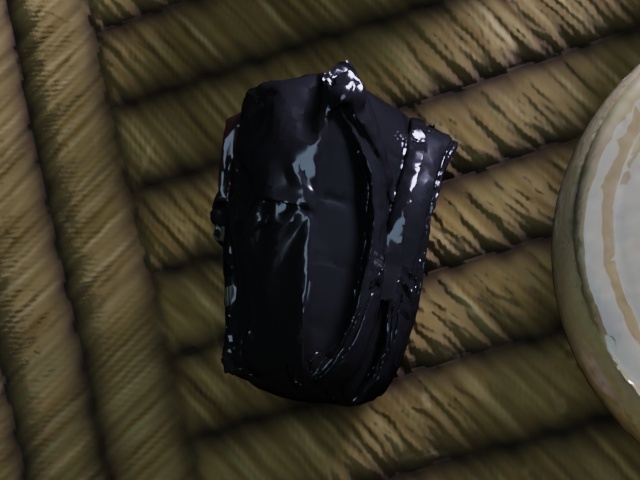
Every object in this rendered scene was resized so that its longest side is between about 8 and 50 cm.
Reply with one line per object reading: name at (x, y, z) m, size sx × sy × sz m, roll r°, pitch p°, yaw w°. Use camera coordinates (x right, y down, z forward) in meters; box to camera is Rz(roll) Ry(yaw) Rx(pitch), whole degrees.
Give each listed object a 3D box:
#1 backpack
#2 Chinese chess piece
backpack at (-0.002, 0.001, 0.827) m, size 0.106 × 0.120 × 0.165 m, roll 6°, pitch 77°, yaw 35°
Chinese chess piece at (0.238, 0.007, 0.780) m, size 0.250 × 0.103 × 0.249 m, roll -2°, pitch 77°, yaw 9°
